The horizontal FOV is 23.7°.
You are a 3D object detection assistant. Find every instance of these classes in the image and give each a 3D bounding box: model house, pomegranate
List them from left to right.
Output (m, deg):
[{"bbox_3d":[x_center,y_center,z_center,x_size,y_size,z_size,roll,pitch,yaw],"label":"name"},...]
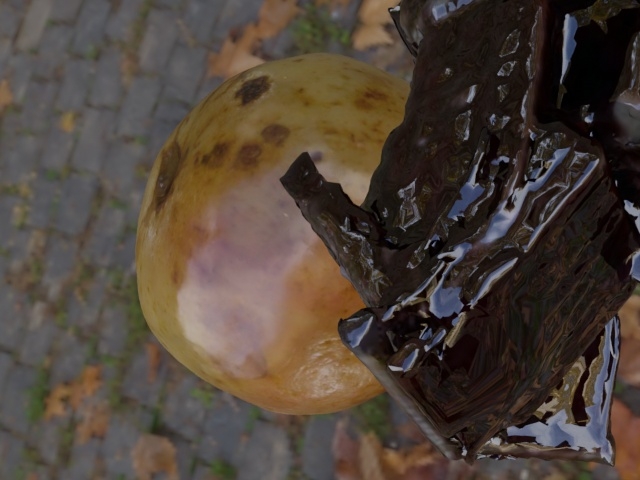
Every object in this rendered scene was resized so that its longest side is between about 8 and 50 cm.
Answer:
[{"bbox_3d":[0.000,0.000,0.909,0.215,0.215,0.215,-23,58,43],"label":"pomegranate"},{"bbox_3d":[0.080,-0.003,0.505,0.141,0.203,0.164,-9,65,22],"label":"model house"}]
